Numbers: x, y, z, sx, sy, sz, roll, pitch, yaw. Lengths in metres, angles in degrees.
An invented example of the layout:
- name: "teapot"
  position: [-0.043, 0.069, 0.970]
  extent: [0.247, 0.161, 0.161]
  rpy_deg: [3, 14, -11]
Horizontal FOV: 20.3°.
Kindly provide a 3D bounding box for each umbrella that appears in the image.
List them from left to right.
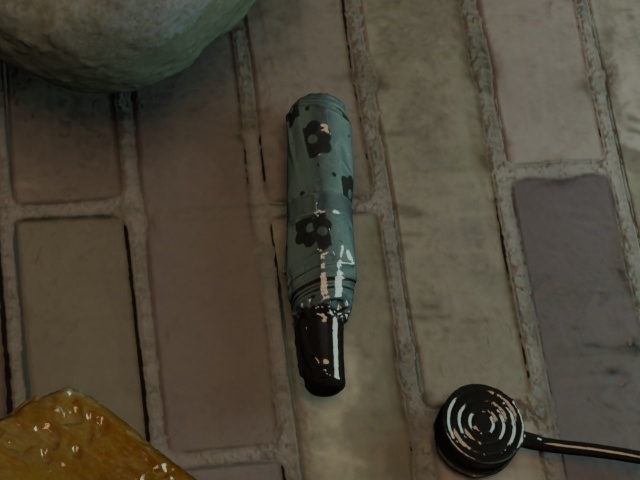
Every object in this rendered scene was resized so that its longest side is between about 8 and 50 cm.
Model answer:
- name: "umbrella"
  position: [0.001, 0.001, 1.393]
  extent: [0.053, 0.052, 0.250]
  rpy_deg: [18, 59, -39]

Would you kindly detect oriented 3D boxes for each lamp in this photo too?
- name: "lamp"
  position: [0.277, 0.161, 1.332]
  extent: [0.371, 0.108, 0.130]
  rpy_deg: [23, 62, 2]

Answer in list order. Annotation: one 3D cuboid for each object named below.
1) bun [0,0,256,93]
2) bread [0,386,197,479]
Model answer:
- name: "bun"
  position: [-0.189, -0.280, 1.397]
  extent: [0.362, 0.211, 0.362]
  rpy_deg: [2, 69, -5]
- name: "bread"
  position: [-0.174, 0.229, 1.197]
  extent: [0.246, 0.176, 0.195]
  rpy_deg: [37, 33, 20]
